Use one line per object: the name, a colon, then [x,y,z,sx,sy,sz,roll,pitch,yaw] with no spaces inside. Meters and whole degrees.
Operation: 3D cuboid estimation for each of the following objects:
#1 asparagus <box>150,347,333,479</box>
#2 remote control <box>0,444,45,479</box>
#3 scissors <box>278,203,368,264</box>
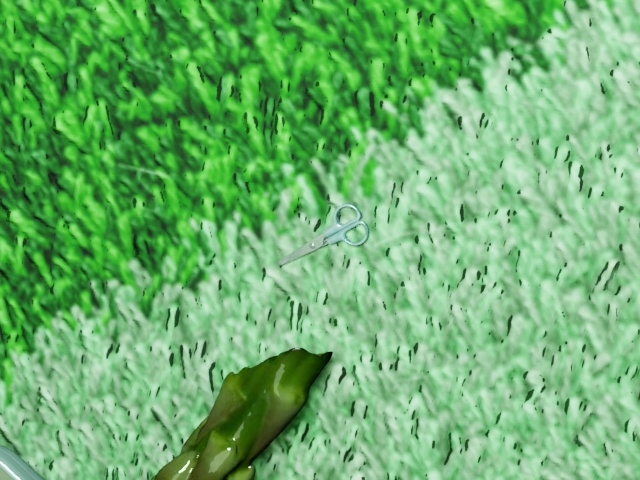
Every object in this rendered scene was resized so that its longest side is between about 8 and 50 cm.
asparagus: [-0.092,0.190,1.285,0.080,0.080,0.287,33,99,6]
remote control: [-0.232,0.272,1.353,0.244,0.047,0.087,43,105,4]
scissors: [0.000,0.000,1.256,0.083,0.006,0.036,-27,91,18]
